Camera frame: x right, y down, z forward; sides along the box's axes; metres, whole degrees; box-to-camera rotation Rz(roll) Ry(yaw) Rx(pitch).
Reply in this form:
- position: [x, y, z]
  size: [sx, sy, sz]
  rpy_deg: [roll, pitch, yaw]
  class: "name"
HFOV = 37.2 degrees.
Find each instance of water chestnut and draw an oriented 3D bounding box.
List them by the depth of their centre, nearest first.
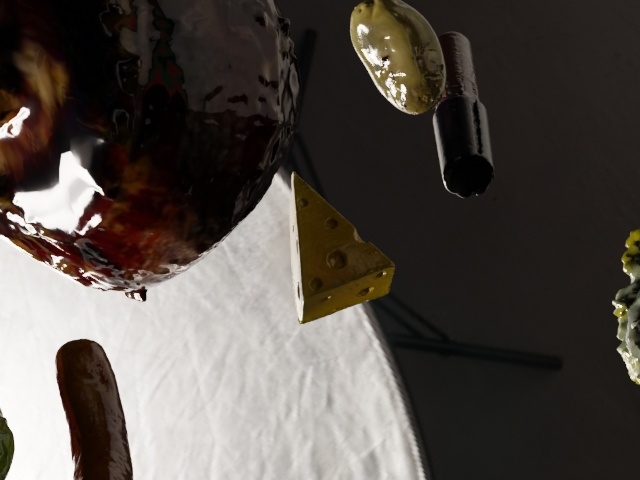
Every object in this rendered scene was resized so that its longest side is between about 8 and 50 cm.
- position: [-0.189, -0.119, 0.741]
  size: [0.350, 0.302, 0.351]
  rpy_deg: [7, 100, 42]
  class: "water chestnut"

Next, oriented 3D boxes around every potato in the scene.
- position: [0.089, -0.205, 1.045]
  size: [0.091, 0.070, 0.138]
  rpy_deg: [-17, 105, 48]
  class: "potato"

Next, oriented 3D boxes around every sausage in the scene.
- position: [-0.287, 0.250, 1.218]
  size: [0.076, 0.302, 0.103]
  rpy_deg: [-18, 131, -7]
  class: "sausage"

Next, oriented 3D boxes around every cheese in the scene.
- position: [0.000, 0.000, 1.216]
  size: [0.093, 0.126, 0.171]
  rpy_deg: [92, 155, -64]
  class: "cheese"

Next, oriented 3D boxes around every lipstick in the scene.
- position: [0.197, -0.199, 1.361]
  size: [0.077, 0.418, 0.077]
  rpy_deg: [2, 125, 3]
  class: "lipstick"

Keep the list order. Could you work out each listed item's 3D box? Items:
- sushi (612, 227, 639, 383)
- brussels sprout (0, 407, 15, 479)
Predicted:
- position: [0.533, 0.076, 1.047]
  size: [0.396, 0.351, 0.240]
  rpy_deg: [-33, 115, 24]
  class: "sushi"
- position: [-0.482, 0.276, 1.169]
  size: [0.223, 0.223, 0.161]
  rpy_deg: [16, 131, 24]
  class: "brussels sprout"
